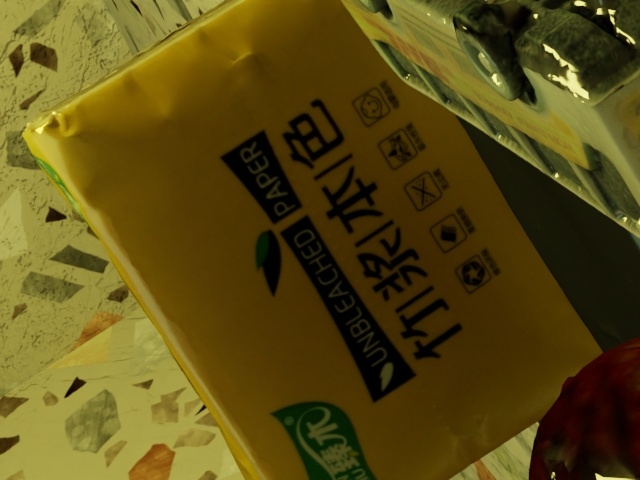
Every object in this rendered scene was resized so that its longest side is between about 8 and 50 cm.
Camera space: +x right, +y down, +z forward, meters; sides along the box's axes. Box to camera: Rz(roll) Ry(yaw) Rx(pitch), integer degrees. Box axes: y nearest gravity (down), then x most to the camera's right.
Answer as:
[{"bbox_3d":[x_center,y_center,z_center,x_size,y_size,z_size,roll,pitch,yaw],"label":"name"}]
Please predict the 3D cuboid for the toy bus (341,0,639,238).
[{"bbox_3d":[0.099,-0.097,0.871,0.138,0.097,0.342,55,174,-29],"label":"toy bus"}]

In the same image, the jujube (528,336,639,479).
[{"bbox_3d":[0.194,0.146,0.908,0.183,0.183,0.243,61,-176,-28],"label":"jujube"}]

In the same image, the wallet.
[{"bbox_3d":[0.223,0.064,1.107,0.406,0.062,0.228,56,172,-2],"label":"wallet"}]

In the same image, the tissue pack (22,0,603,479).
[{"bbox_3d":[0.000,0.000,1.370,0.382,0.293,0.228,59,172,-11],"label":"tissue pack"}]
